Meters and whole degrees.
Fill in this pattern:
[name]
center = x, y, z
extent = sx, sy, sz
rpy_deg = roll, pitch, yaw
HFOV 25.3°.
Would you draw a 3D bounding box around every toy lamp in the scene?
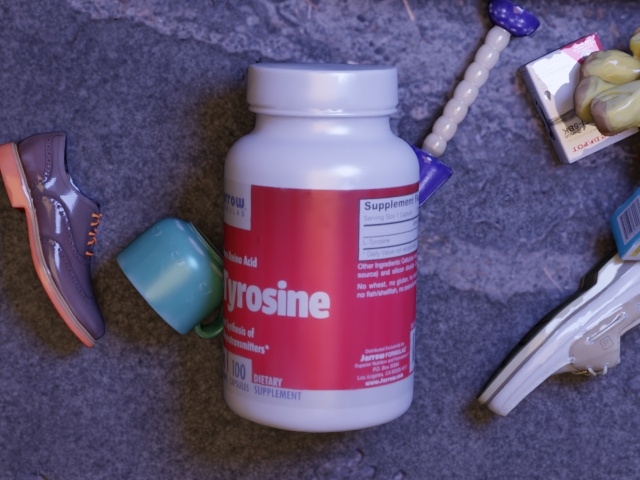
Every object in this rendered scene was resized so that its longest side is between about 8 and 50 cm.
[toy lamp]
center = 0.167, -0.166, 1.750
extent = 0.080, 0.080, 0.274
rpy_deg = 31, 91, -3

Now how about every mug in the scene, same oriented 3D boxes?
[mug]
center = -0.167, 0.040, 1.743
extent = 0.097, 0.158, 0.129
rpy_deg = -41, 68, 1

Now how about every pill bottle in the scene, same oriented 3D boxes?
[pill bottle]
center = 0.000, 0.000, 1.668
extent = 0.229, 0.229, 0.407
rpy_deg = 0, 99, -1

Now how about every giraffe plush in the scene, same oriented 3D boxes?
[giraffe plush]
center = 0.420, -0.149, 1.660
extent = 0.210, 0.181, 0.170
rpy_deg = -18, 121, 29

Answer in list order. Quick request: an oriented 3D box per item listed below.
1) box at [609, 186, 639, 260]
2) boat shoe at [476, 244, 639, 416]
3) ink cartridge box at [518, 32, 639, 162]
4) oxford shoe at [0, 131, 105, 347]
[box]
center = 0.481, -0.024, 1.712
extent = 0.244, 0.100, 0.060
rpy_deg = 0, 62, -20
[boat shoe]
center = 0.326, 0.119, 1.756
extent = 0.302, 0.113, 0.103
rpy_deg = -44, 88, 2
[ink cartridge box]
center = 0.319, -0.174, 1.759
extent = 0.099, 0.056, 0.135
rpy_deg = -26, 94, 0
[oxford shoe]
center = -0.307, -0.003, 1.746
extent = 0.098, 0.097, 0.271
rpy_deg = -21, 95, -5
